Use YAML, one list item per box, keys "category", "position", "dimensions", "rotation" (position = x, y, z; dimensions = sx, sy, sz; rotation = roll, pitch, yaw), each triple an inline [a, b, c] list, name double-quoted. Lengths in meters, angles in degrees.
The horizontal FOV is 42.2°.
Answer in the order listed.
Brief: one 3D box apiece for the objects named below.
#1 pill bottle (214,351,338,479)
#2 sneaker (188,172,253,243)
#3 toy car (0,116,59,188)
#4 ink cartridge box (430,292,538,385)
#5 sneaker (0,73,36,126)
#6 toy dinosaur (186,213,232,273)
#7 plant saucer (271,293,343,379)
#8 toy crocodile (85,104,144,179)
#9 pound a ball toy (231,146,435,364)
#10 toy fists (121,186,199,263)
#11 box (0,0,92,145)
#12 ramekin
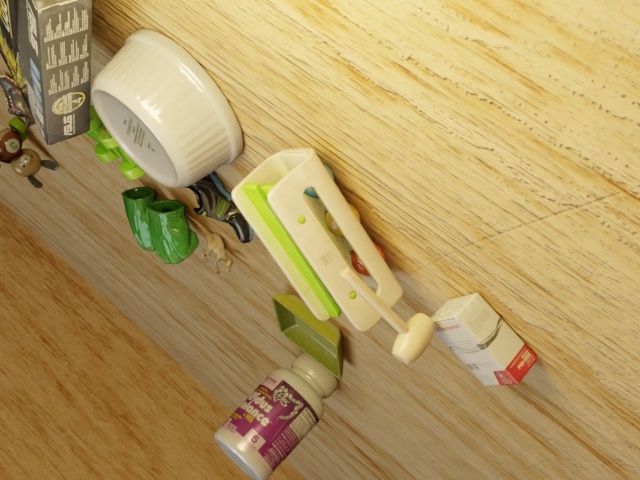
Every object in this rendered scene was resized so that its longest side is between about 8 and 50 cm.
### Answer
- category: "pill bottle"
  position: [-0.099, 0.419, 2.014]
  dimensions: [0.169, 0.301, 0.169]
  rotation: [37, 158, 18]
- category: "sneaker"
  position: [-0.204, -0.064, 1.626]
  dimensions: [0.188, 0.078, 0.067]
  rotation: [49, 159, -11]
- category: "toy car"
  position: [-0.896, -0.245, 2.504]
  dimensions: [0.188, 0.155, 0.149]
  rotation: [38, 160, -7]
- category: "ink cartridge box"
  position: [0.236, 0.146, 1.220]
  dimensions: [0.135, 0.056, 0.099]
  rotation: [47, 159, -6]
- category: "sneaker"
  position: [-0.815, -0.371, 2.218]
  dimensions: [0.158, 0.065, 0.061]
  rotation: [51, 159, -16]
- category: "toy dinosaur"
  position: [-0.243, 0.014, 1.909]
  dimensions: [0.183, 0.053, 0.093]
  rotation: [48, 145, 28]
- category: "plant saucer"
  position: [-0.016, 0.200, 1.812]
  dimensions: [0.188, 0.045, 0.188]
  rotation: [35, 157, 23]
- category: "toy crocodile"
  position: [-0.420, -0.219, 1.733]
  dimensions: [0.340, 0.105, 0.115]
  rotation: [30, 155, 46]
- category: "pound a ball toy"
  position: [0.041, 0.016, 1.231]
  dimensions: [0.208, 0.136, 0.319]
  rotation: [7, 137, 58]
- category: "toy fists"
  position: [-0.374, -0.034, 1.949]
  dimensions: [0.279, 0.096, 0.142]
  rotation: [23, 126, 50]
- category: "box"
  position: [-0.480, -0.387, 1.360]
  dimensions: [0.318, 0.097, 0.395]
  rotation: [58, 155, 11]
- category: "ramekin"
  position: [-0.268, -0.208, 1.406]
  dimensions: [0.273, 0.127, 0.273]
  rotation: [38, 158, 18]
